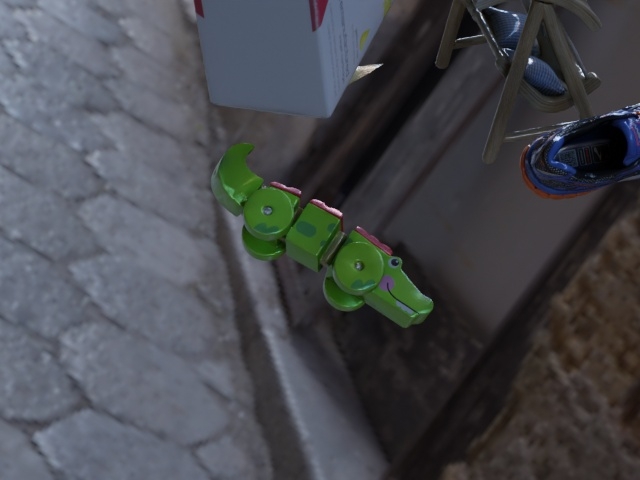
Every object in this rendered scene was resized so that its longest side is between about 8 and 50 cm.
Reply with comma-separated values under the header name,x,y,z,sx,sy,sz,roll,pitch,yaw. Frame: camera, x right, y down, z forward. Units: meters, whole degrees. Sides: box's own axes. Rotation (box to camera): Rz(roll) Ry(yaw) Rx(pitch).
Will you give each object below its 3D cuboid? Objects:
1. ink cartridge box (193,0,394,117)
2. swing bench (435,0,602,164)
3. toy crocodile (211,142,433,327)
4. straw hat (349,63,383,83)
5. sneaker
name,x,y,z,sx,sy,sz,roll,pitch,yaw
ink cartridge box,-0.010,-0.375,1.786,0.160,0.279,0.384,8,43,18
swing bench,0.246,-0.278,1.865,0.165,0.254,0.253,-11,40,-4
toy crocodile,0.000,0.000,1.902,0.340,0.105,0.115,32,-18,8
straw hat,0.017,-0.245,2.104,0.061,0.144,0.144,61,12,-6
sneaker,0.297,-0.090,1.364,0.087,0.221,0.083,47,23,-86
